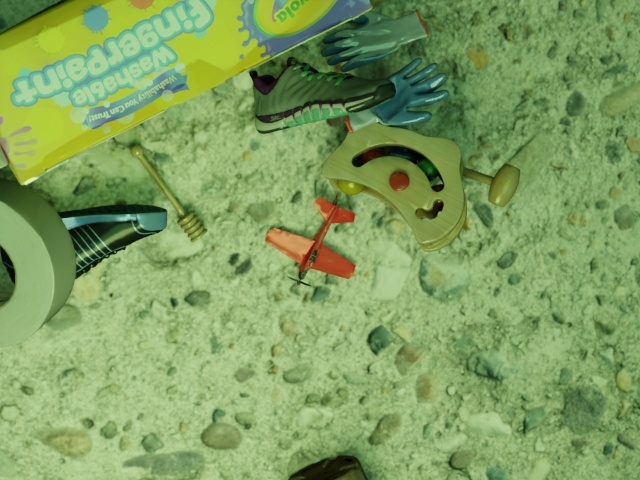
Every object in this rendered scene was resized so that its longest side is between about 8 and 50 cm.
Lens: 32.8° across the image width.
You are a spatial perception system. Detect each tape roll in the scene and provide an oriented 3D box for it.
[{"bbox_3d":[-0.438,0.030,1.434,0.219,0.072,0.219,4,110,10],"label":"tape roll"}]

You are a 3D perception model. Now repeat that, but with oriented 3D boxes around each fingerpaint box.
[{"bbox_3d":[-0.208,-0.256,1.345,0.444,0.371,0.163,-28,105,-9],"label":"fingerpaint box"}]

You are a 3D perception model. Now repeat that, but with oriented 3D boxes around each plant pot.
[{"bbox_3d":[0.027,0.424,1.639,0.166,0.167,0.165,-22,95,-11],"label":"plant pot"}]

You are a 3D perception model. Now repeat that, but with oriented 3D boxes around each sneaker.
[{"bbox_3d":[-0.325,0.005,1.510,0.232,0.081,0.091,-7,104,-7],"label":"sneaker"},{"bbox_3d":[-0.006,-0.214,1.507,0.223,0.083,0.098,-10,98,29],"label":"sneaker"}]

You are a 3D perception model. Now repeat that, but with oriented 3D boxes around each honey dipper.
[{"bbox_3d":[-0.219,-0.070,1.552,0.030,0.030,0.161,-36,102,-7],"label":"honey dipper"}]

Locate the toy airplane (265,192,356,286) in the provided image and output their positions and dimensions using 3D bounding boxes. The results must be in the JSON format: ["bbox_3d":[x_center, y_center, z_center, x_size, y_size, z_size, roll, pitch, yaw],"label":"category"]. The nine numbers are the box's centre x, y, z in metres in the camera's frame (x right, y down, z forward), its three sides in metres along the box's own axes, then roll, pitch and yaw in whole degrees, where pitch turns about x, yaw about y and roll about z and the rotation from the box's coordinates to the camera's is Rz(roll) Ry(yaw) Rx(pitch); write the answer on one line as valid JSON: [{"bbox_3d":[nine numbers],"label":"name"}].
[{"bbox_3d":[0.000,0.000,1.622,0.151,0.028,0.151,-2,99,-14],"label":"toy airplane"}]

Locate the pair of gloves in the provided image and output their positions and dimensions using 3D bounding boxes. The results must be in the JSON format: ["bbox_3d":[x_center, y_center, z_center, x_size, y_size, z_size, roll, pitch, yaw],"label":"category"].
[{"bbox_3d":[0.090,-0.250,1.557,0.159,0.023,0.198,-18,74,4],"label":"pair of gloves"}]

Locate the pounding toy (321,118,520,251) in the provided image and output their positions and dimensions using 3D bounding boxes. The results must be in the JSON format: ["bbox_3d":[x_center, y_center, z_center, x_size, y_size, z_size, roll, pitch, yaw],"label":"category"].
[{"bbox_3d":[0.144,-0.066,1.593,0.269,0.155,0.154,16,83,13],"label":"pounding toy"}]

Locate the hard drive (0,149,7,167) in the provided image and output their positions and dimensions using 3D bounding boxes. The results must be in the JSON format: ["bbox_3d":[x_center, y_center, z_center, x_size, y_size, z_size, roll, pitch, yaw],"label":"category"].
[{"bbox_3d":[-0.559,-0.065,1.299,0.307,0.203,0.040,-21,74,25],"label":"hard drive"}]
